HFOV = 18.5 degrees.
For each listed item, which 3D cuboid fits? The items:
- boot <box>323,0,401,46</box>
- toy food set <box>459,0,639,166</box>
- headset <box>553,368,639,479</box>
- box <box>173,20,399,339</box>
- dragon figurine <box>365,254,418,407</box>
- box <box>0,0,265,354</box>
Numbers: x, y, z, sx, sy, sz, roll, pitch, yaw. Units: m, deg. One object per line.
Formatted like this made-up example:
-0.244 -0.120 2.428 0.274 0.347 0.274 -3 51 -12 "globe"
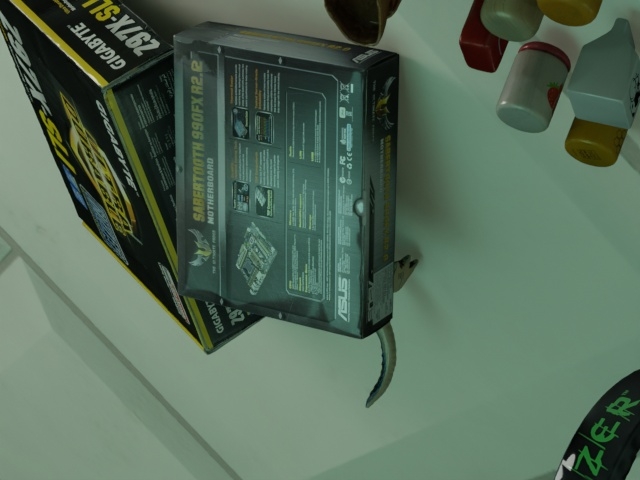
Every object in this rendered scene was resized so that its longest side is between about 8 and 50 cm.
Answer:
0.024 -0.237 1.273 0.073 0.152 0.197 -2 138 34 "boot"
0.165 -0.150 1.323 0.111 0.104 0.232 14 159 23 "toy food set"
0.284 0.247 1.537 0.185 0.243 0.394 12 158 47 "headset"
-0.029 -0.050 1.593 0.183 0.056 0.231 12 114 29 "box"
0.000 0.000 1.714 0.144 0.085 0.289 20 139 41 "dragon figurine"
-0.177 -0.087 1.771 0.257 0.079 0.322 44 160 44 "box"
